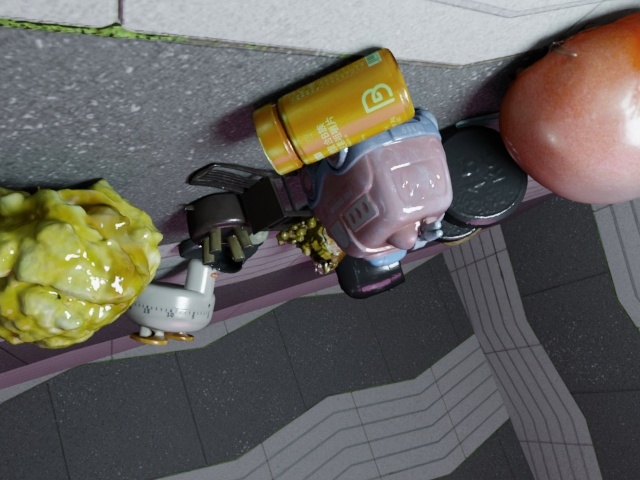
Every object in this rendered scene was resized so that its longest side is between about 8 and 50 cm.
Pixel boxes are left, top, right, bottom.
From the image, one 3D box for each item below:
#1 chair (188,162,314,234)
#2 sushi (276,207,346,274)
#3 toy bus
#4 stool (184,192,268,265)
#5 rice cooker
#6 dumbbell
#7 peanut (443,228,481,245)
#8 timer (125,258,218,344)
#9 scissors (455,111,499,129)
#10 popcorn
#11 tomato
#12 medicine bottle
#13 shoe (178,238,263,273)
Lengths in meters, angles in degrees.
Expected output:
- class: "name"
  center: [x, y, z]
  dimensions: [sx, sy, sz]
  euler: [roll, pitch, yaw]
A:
- class: "chair"
  center: [-0.118, -0.069, 0.838]
  dimensions: [0.084, 0.102, 0.212]
  euler: [-28, 168, 35]
- class: "sushi"
  center: [-0.001, -0.002, 1.270]
  dimensions: [0.179, 0.167, 0.296]
  euler: [-41, 180, -12]
- class: "toy bus"
  center: [0.106, -0.077, 0.854]
  dimensions: [0.197, 0.232, 0.294]
  euler: [-15, 167, -24]
- class: "stool"
  center: [-0.170, -0.023, 0.943]
  dimensions: [0.125, 0.121, 0.217]
  euler: [-28, 162, 29]
- class: "rice cooker"
  center: [0.160, 0.076, 1.672]
  dimensions: [0.224, 0.267, 0.267]
  euler: [-20, 169, 6]
- class: "dumbbell"
  center: [0.313, -0.111, 1.100]
  dimensions: [0.203, 0.204, 0.322]
  euler: [-20, 173, -1]
- class: "peanut"
  center: [0.402, -0.066, 1.514]
  dimensions: [0.159, 0.143, 0.291]
  euler: [-58, -160, -3]
- class: "timer"
  center: [-0.391, 0.144, 1.278]
  dimensions: [0.233, 0.240, 0.233]
  euler: [10, 176, 1]
- class: "scissors"
  center: [0.478, -0.283, 1.053]
  dimensions: [0.446, 0.029, 0.192]
  euler: [-14, 167, -19]
- class: "popcorn"
  center: [-0.340, 0.019, 0.634]
  dimensions: [0.249, 0.225, 0.249]
  euler: [-27, -174, 3]
- class: "tomato"
  center: [0.485, -0.204, 0.800]
  dimensions: [0.341, 0.273, 0.341]
  euler: [-19, 170, -4]
- class: "medicine bottle"
  center: [0.017, -0.165, 0.626]
  dimensions: [0.191, 0.096, 0.096]
  euler: [-22, 169, 10]
- class: "shoe"
  center: [-0.236, 0.040, 1.192]
  dimensions: [0.108, 0.093, 0.241]
  euler: [-28, 165, 32]
